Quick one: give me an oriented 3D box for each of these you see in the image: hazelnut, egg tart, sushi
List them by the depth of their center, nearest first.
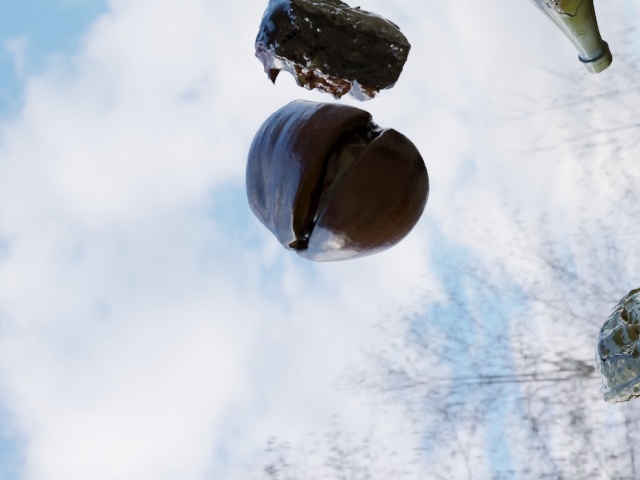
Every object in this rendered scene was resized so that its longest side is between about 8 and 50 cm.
[{"bbox_3d":[0.435,0.107,1.216,0.232,0.252,0.098,-40,-93,-24],"label":"egg tart"},{"bbox_3d":[0.014,-0.074,1.251,0.217,0.251,0.217,-42,-30,-31],"label":"hazelnut"},{"bbox_3d":[0.030,-0.399,1.963,0.343,0.182,0.196,15,-145,-26],"label":"sushi"}]

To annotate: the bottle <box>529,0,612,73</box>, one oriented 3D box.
[{"bbox_3d":[0.278,-0.299,1.125,0.270,0.083,0.083,50,-136,-37],"label":"bottle"}]
